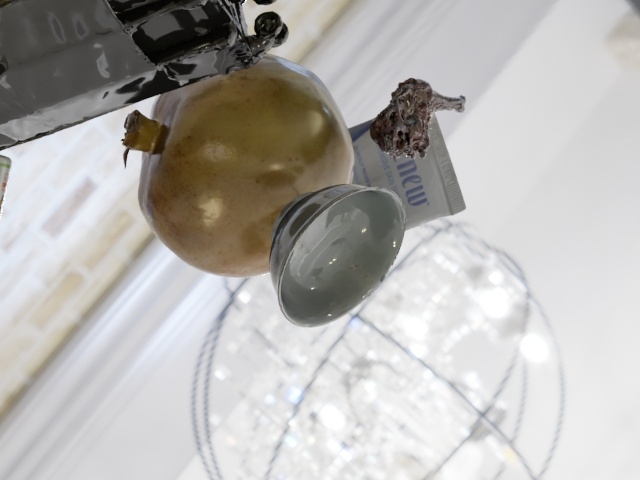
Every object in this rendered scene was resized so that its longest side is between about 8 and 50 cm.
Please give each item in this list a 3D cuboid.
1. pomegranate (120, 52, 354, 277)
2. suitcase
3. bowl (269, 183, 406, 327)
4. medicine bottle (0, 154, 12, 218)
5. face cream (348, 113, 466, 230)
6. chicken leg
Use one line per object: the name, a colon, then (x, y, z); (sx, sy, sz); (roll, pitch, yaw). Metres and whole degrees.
pomegranate: (-0.114, -0.105, 1.815); (0.319, 0.319, 0.319); (-37, -155, 21)
suitcase: (-0.283, -0.260, 1.499); (0.433, 0.283, 0.194); (-20, -117, 12)
bowl: (0.000, 0.000, 1.547); (0.189, 0.189, 0.086); (-48, -124, -5)
medicine bottle: (-0.389, -0.008, 1.456); (0.086, 0.086, 0.183); (7, -94, 62)
face cream: (0.033, -0.082, 2.427); (0.420, 0.235, 0.137); (-22, -161, -2)
chicken leg: (0.122, -0.160, 1.715); (0.053, 0.093, 0.205); (-26, -165, 45)
